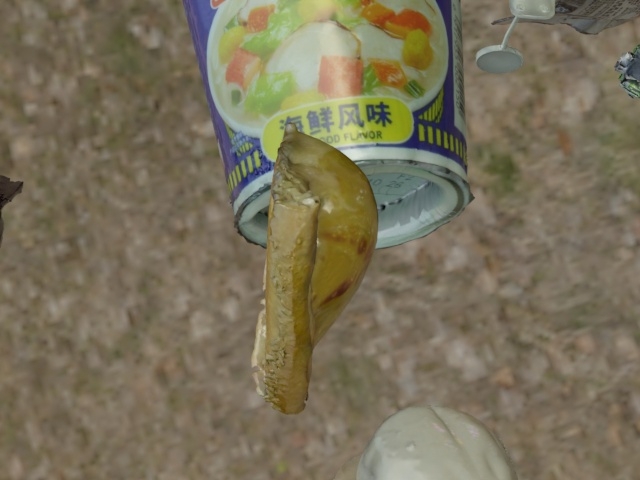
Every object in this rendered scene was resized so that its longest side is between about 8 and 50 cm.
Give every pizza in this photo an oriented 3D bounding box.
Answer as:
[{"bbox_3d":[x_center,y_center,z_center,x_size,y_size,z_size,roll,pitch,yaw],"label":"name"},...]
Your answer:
[{"bbox_3d":[0.000,-0.004,1.216,0.204,0.081,0.188,96,179,-58],"label":"pizza"}]

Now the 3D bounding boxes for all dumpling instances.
[{"bbox_3d":[0.068,0.174,1.154,0.199,0.136,0.118,-135,46,-71],"label":"dumpling"}]

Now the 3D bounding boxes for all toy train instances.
[{"bbox_3d":[0.401,-0.140,1.836,0.202,0.081,0.060,31,108,11],"label":"toy train"}]

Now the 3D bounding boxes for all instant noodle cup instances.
[{"bbox_3d":[0.008,-0.162,1.467,0.284,0.284,0.312,-38,54,53],"label":"instant noodle cup"}]

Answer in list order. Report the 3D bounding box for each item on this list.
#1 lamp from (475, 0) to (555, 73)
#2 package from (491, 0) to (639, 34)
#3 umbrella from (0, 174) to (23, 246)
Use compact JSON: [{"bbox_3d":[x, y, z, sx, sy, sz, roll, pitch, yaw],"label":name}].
[{"bbox_3d":[0.195,-0.204,1.785,0.198,0.050,0.056,105,168,-68],"label":"lamp"},{"bbox_3d":[0.325,-0.274,2.019,0.154,0.239,0.030,-28,72,49],"label":"package"},{"bbox_3d":[-0.293,-0.036,1.383,0.094,0.090,0.326,42,168,2],"label":"umbrella"}]
